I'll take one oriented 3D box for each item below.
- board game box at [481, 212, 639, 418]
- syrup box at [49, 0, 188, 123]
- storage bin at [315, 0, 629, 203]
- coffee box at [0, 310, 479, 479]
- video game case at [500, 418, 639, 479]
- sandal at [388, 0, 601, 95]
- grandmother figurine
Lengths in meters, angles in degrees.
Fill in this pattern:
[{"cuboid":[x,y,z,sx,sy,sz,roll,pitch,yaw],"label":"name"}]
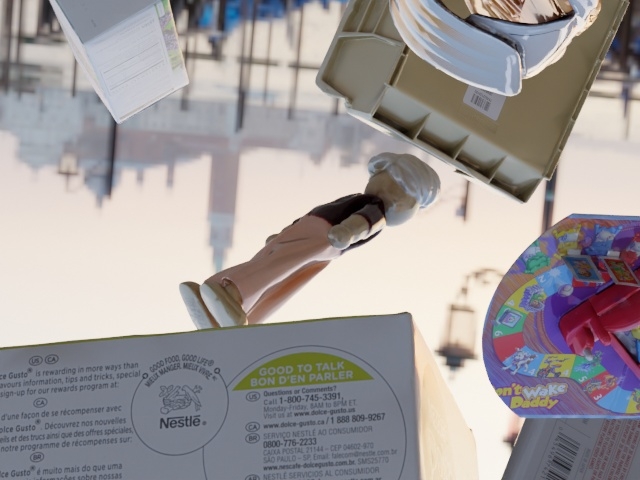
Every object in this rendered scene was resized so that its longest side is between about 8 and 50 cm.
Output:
[{"cuboid":[0.167,0.051,0.703,0.168,0.133,0.033,2,-145,-12],"label":"board game box"},{"cuboid":[-0.204,-0.212,1.407,0.096,0.093,0.237,-31,168,-7],"label":"syrup box"},{"cuboid":[0.164,-0.209,1.497,0.262,0.260,0.123,26,178,-36],"label":"storage bin"},{"cuboid":[-0.060,0.267,1.009,0.338,0.335,0.338,-6,156,12],"label":"coffee box"},{"cuboid":[0.231,0.144,0.915,0.206,0.227,0.026,31,155,-9],"label":"video game case"},{"cuboid":[0.084,-0.116,0.730,0.102,0.076,0.265,46,-178,11],"label":"sandal"},{"cuboid":[0.000,0.000,1.629,0.342,0.104,0.207,-32,-158,-25],"label":"grandmother figurine"}]
